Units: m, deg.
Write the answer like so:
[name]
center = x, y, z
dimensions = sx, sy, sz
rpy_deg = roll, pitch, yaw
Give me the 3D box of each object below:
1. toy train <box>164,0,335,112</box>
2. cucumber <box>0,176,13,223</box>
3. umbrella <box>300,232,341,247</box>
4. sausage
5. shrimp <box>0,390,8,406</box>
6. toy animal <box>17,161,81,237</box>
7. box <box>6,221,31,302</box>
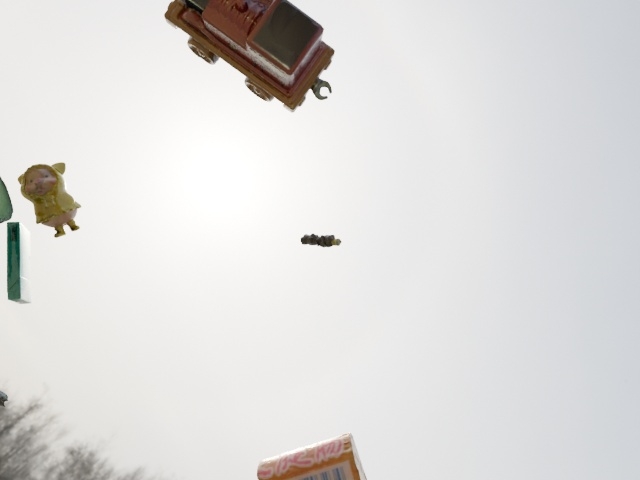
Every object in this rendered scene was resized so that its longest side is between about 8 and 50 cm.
[toy train]
center = -0.126, -0.407, 1.124
dimensions = 0.369, 0.163, 0.231
rpy_deg = 35, -6, -6
[cucumber]
center = -0.785, -0.138, 1.257
dimensions = 0.063, 0.115, 0.244
rpy_deg = -9, -59, 27
[umbrella]
center = 0.000, 0.000, 1.551
dimensions = 0.143, 0.040, 0.037
rpy_deg = 3, -101, 48
[sausage]
center = -0.016, 0.697, 1.592
dimensions = 0.286, 0.233, 0.233
rpy_deg = -19, -65, 1
[shrimp]
center = -1.048, 0.427, 1.635
dimensions = 0.316, 0.062, 0.164
rpy_deg = 5, -38, 15
[toy animal]
center = -0.833, -0.125, 1.758
dimensions = 0.156, 0.156, 0.230
rpy_deg = -18, -85, 48
[box]
center = -0.899, 0.071, 1.690
dimensions = 0.161, 0.042, 0.227
rpy_deg = 144, -59, -71
